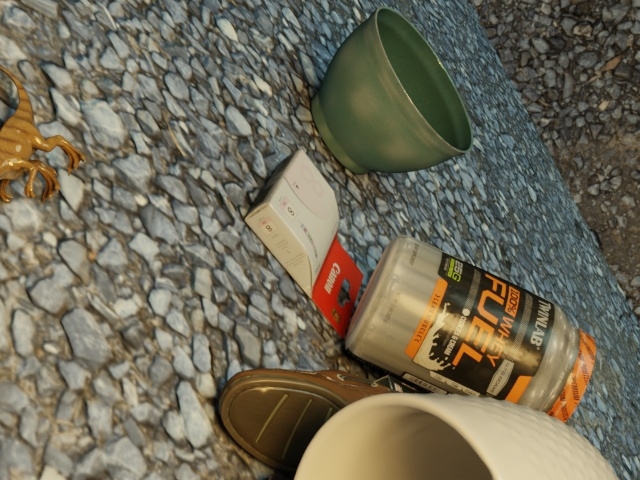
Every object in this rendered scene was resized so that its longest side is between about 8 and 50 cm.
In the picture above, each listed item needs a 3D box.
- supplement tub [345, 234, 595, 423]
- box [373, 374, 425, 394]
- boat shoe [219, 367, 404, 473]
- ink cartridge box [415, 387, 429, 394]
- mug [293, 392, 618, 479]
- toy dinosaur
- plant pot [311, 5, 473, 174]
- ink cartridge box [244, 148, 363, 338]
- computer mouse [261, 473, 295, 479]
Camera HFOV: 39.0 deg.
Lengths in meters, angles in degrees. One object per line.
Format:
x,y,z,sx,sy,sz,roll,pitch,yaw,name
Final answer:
0.209,0.137,1.276,0.316,0.194,0.193,24,32,0,supplement tub
0.144,0.310,1.219,0.175,0.051,0.220,31,37,-39,box
0.008,0.210,1.076,0.307,0.111,0.104,23,14,-28,boat shoe
0.205,0.206,1.445,0.311,0.065,0.186,56,26,9,ink cartridge box
0.168,0.352,0.953,0.328,0.276,0.374,12,83,-46,mug
-0.300,-0.105,0.915,0.112,0.064,0.211,39,33,-33,toy dinosaur
0.108,-0.237,1.601,0.293,0.196,0.293,42,32,-33,plant pot
0.000,0.000,1.339,0.232,0.066,0.189,48,29,-14,ink cartridge box
-0.008,0.352,0.988,0.106,0.042,0.193,22,42,-49,computer mouse
